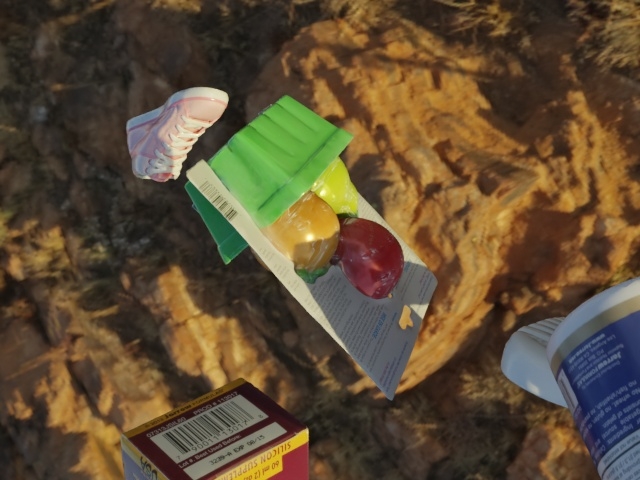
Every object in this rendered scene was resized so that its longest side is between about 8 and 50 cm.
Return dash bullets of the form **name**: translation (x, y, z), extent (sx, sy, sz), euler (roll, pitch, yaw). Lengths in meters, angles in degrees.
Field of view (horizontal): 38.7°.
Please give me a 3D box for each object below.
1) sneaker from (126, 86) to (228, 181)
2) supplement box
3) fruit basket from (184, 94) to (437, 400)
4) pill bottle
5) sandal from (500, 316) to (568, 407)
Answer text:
- **sneaker**: translation (-0.134, -0.094, 0.860), extent (0.134, 0.051, 0.070), euler (-17, 72, 41)
- **supplement box**: translation (-0.070, 0.209, 0.646), extent (0.081, 0.104, 0.188), euler (28, 129, 43)
- **fruit basket**: translation (0.000, 0.000, 1.167), extent (0.165, 0.327, 0.353), euler (-33, 101, 27)
- **pill bottle**: translation (0.183, 0.107, 0.434), extent (0.094, 0.094, 0.169), euler (-57, 41, 43)
- **sandal**: translation (0.306, 0.157, 1.005), extent (0.169, 0.416, 0.102), euler (30, 103, 39)
